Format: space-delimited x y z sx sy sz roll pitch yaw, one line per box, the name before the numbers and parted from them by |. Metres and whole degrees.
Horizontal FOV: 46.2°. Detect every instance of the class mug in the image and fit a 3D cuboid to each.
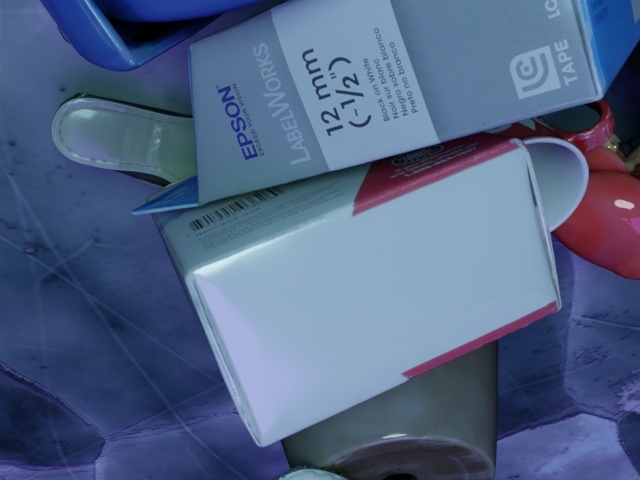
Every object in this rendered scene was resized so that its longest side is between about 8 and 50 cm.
mug | 0.164 -0.091 0.677 0.150 0.169 0.113 -8 131 -12

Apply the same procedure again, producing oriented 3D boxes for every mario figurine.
mario figurine | 0.357 -0.083 0.739 0.321 0.170 0.198 -15 113 -14

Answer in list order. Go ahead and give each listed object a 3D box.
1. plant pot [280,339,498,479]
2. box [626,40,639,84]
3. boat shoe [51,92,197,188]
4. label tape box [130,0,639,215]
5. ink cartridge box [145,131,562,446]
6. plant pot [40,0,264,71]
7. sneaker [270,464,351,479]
plant pot | 0.067 0.145 0.822 0.324 0.280 0.323 -4 135 -4
box | 0.461 -0.303 0.422 0.480 0.297 0.471 -9 132 5
boat shoe | -0.140 -0.087 0.725 0.228 0.069 0.081 17 99 -23
label tape box | 0.038 -0.137 0.541 0.348 0.249 0.115 -9 110 34
ink cartridge box | 0.000 0.000 0.587 0.226 0.306 0.131 -23 106 -10
plant pot | -0.080 -0.245 0.438 0.212 0.236 0.236 -24 111 23
sneaker | 0.061 0.299 0.702 0.272 0.108 0.100 23 126 -27
